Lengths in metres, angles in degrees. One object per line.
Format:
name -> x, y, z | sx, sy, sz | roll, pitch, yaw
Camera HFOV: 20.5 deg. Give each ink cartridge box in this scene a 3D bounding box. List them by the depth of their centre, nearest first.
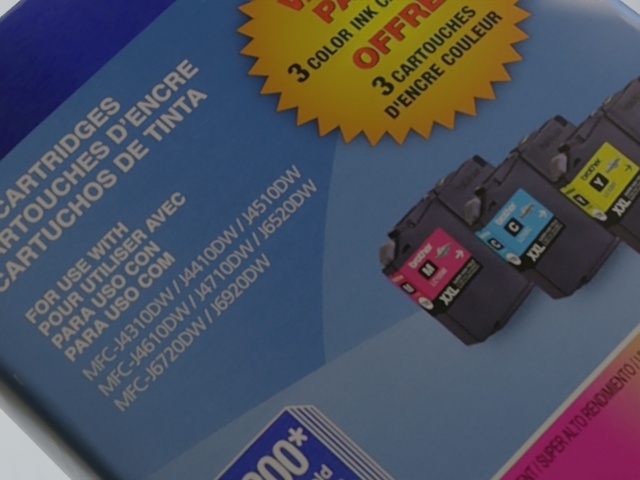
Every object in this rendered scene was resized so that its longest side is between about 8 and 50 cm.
ink cartridge box -> 0.000, 0.000, 0.700 | 0.395, 0.270, 0.151 | 40, -15, 22
